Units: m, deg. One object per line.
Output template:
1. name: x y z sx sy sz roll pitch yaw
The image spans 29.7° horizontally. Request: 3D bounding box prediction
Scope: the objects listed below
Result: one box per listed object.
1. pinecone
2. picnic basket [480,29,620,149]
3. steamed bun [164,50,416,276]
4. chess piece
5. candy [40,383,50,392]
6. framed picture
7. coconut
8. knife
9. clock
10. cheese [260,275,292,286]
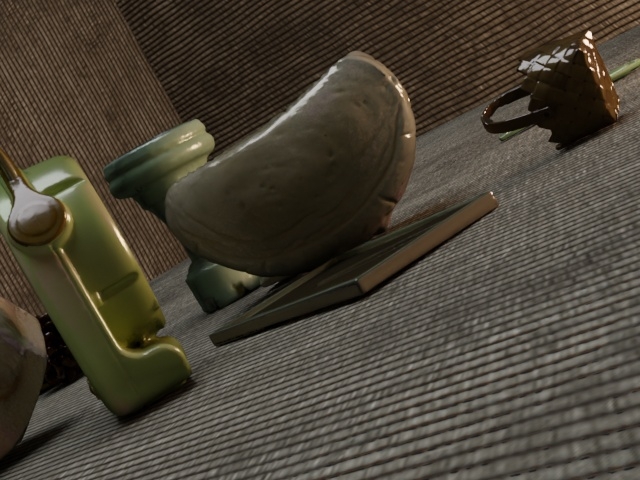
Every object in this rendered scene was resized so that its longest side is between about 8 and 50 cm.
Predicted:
1. pinecone: -0.476 0.200 2.164 0.140 0.140 0.121 -30 28 -10
2. picnic basket: 0.303 -0.189 1.631 0.178 0.138 0.128 -21 18 24
3. steamed bun: -0.016 -0.078 1.735 0.383 0.236 0.247 -38 -2 7
4. chess piece: -0.215 -0.034 2.033 0.194 0.299 0.194 -29 4 2
5. candy: -0.551 0.229 2.340 0.260 0.118 0.260 -26 6 3
6. framed picture: 0.033 0.038 1.486 0.247 0.022 0.335 -31 5 -37
7. coconut: -0.510 0.184 1.555 0.297 0.309 0.297 -27 42 28
8. knife: 0.454 -0.255 2.191 0.293 0.020 0.043 -29 6 8
9. clock: -0.284 0.032 1.427 0.117 0.348 0.286 -30 5 -11
10. cheese: 0.000 0.003 2.030 0.085 0.034 0.400 -30 3 23
